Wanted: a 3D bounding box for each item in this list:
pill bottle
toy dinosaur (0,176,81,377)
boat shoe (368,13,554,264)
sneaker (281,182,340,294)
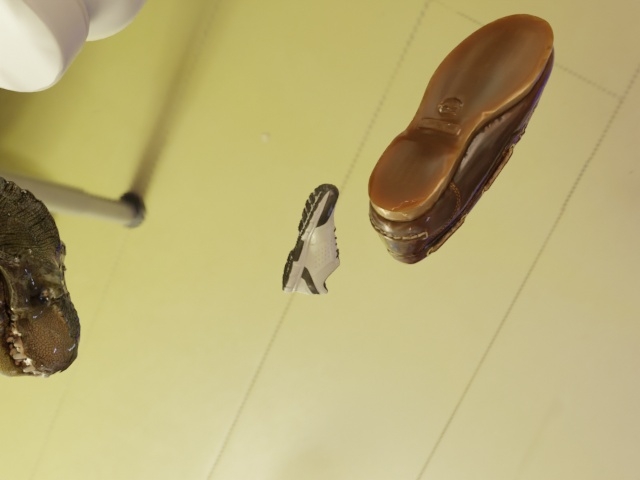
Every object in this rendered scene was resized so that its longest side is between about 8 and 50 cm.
[{"bbox_3d":[-0.151,-0.214,0.799,0.136,0.246,0.136,17,147,12],"label":"pill bottle"},{"bbox_3d":[-0.180,-0.027,0.325,0.118,0.268,0.064,-28,50,19],"label":"toy dinosaur"},{"bbox_3d":[0.102,-0.074,0.904,0.073,0.207,0.073,25,154,33],"label":"boat shoe"},{"bbox_3d":[0.000,0.000,1.116,0.043,0.040,0.109,14,115,-10],"label":"sneaker"}]
